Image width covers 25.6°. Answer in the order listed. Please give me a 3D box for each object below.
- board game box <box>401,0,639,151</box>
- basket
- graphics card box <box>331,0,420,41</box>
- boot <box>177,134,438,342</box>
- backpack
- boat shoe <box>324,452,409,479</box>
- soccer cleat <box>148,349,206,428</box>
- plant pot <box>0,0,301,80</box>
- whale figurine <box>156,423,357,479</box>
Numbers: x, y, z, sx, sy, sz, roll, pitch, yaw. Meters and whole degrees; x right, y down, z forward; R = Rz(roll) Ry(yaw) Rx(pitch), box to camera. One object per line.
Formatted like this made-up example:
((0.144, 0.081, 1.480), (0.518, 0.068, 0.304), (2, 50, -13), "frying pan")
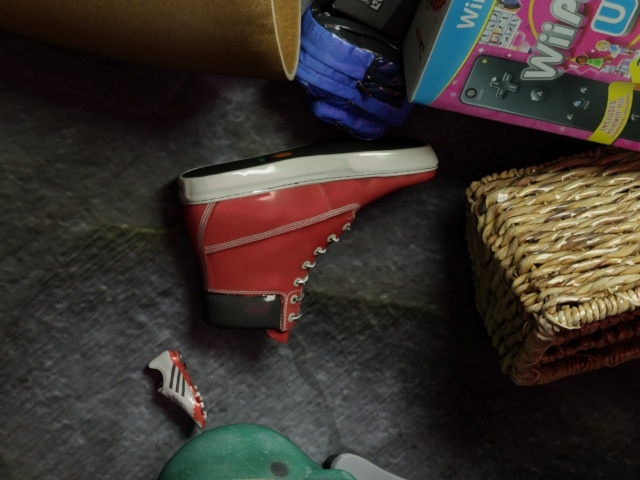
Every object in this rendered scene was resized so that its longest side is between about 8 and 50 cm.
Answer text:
((0.247, -0.196, 1.202), (0.303, 0.098, 0.224), (11, 130, -11), "board game box")
((0.307, 0.048, 1.318), (0.299, 0.223, 0.214), (-15, 130, -7), "basket")
((0.220, -0.244, 1.284), (0.370, 0.094, 0.233), (24, 127, -20), "graphics card box")
((0.000, 0.000, 1.328), (0.244, 0.088, 0.176), (-12, 103, -6), "boot")
((0.025, -0.156, 1.300), (0.120, 0.098, 0.101), (25, 106, -20), "backpack")
((0.065, 0.252, 1.408), (0.142, 0.040, 0.049), (36, 79, -19), "boat shoe")
((-0.135, 0.144, 1.340), (0.035, 0.029, 0.083), (-24, 102, -2), "soccer cleat")
((-0.155, -0.246, 1.178), (0.254, 0.237, 0.237), (-3, 100, 5), "plant pot")
((-0.031, 0.256, 1.333), (0.272, 0.141, 0.216), (15, 139, -29), "whale figurine")
